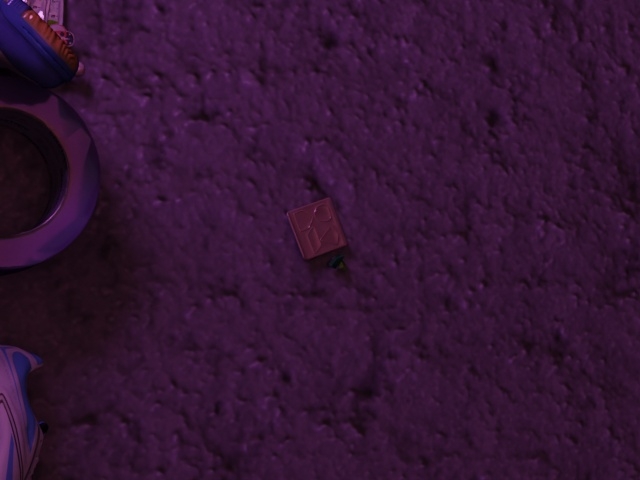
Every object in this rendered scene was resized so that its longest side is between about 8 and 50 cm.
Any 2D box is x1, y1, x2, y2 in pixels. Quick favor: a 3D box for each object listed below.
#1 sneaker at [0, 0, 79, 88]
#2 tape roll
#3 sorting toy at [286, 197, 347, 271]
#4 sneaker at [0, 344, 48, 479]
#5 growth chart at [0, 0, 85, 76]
[{"bbox_3d":[-0.370,-0.205,1.332,0.296,0.112,0.131,31,79,11],"label":"sneaker"},{"bbox_3d":[-0.317,-0.061,1.373,0.189,0.080,0.189,3,82,-25],"label":"tape roll"},{"bbox_3d":[0.000,0.000,1.543,0.062,0.012,0.083,-20,88,-30],"label":"sorting toy"},{"bbox_3d":[-0.301,0.219,1.345,0.086,0.085,0.237,2,85,-31],"label":"sneaker"},{"bbox_3d":[-0.332,-0.282,1.427,0.171,0.021,0.237,-3,84,-23],"label":"growth chart"}]
